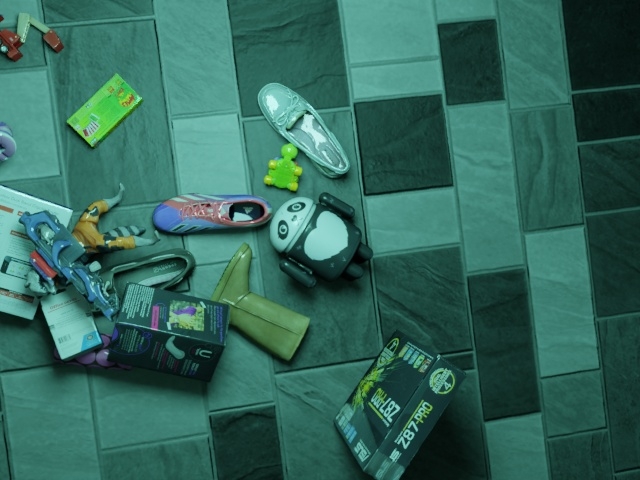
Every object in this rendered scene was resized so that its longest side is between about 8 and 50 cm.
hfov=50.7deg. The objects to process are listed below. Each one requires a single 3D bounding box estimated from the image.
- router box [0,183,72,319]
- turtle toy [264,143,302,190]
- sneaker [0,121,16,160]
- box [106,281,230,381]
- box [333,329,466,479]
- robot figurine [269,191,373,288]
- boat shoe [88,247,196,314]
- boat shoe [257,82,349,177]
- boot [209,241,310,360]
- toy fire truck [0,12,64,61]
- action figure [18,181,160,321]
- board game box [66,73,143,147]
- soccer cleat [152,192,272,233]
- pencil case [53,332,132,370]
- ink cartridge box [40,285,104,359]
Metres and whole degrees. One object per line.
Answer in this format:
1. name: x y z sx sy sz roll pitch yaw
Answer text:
1. router box: -0.836 0.006 1.694 0.335 0.082 0.301 21 87 -21
2. turtle toy: -0.096 -0.198 1.826 0.095 0.066 0.130 15 123 -8
3. sneaker: -0.874 -0.227 1.727 0.236 0.105 0.095 -27 136 12
4. box: -0.384 0.234 1.719 0.270 0.143 0.165 16 130 -14
5. box: 0.187 0.405 1.716 0.097 0.395 0.318 34 87 -9
6. robot figurine: 0.000 0.001 1.795 0.278 0.209 0.174 32 125 -7
7. boat shoe: -0.490 0.104 1.771 0.335 0.095 0.112 -22 93 -7
8. boat shoe: -0.040 -0.300 1.823 0.118 0.103 0.320 -41 96 -5
9. boot: -0.150 0.164 1.826 0.269 0.089 0.236 28 100 -6
10. toy fire truck: -0.780 -0.541 1.751 0.135 0.047 0.192 -42 95 -6
11. action figure: -0.565 0.051 1.679 0.330 0.178 0.341 -33 81 -20
12. board game box: -0.566 -0.341 1.783 0.092 0.043 0.181 45 86 -6
13. soccer cleat: -0.286 -0.075 1.786 0.318 0.116 0.109 -3 91 -8
14. pencil case: -0.587 0.281 1.768 0.209 0.098 0.095 12 129 -9
15. ink cartridge box: -0.628 0.200 1.704 0.104 0.060 0.180 -22 80 -14
